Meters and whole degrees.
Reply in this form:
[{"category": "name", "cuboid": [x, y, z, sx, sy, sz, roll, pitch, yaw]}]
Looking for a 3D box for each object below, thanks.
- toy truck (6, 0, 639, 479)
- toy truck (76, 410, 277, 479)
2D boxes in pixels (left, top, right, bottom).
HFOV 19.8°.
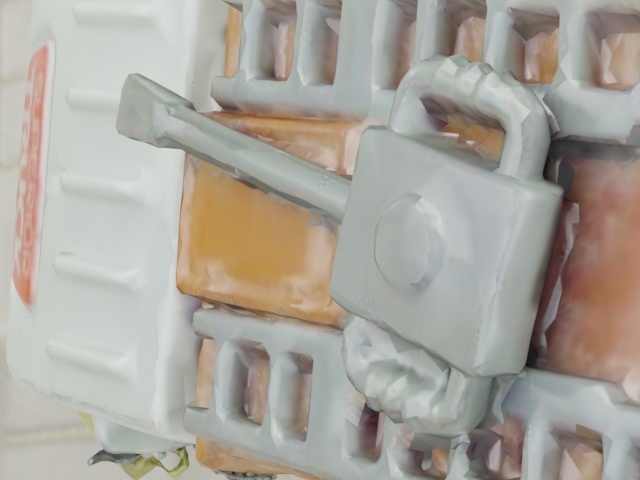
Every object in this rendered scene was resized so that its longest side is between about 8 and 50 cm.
[{"category": "toy truck", "cuboid": [0.068, -0.001, 0.448, 0.388, 0.207, 0.173, 8, 95, 50]}, {"category": "toy truck", "cuboid": [0.000, 0.000, 0.874, 0.111, 0.136, 0.286, 41, 69, 21]}]
